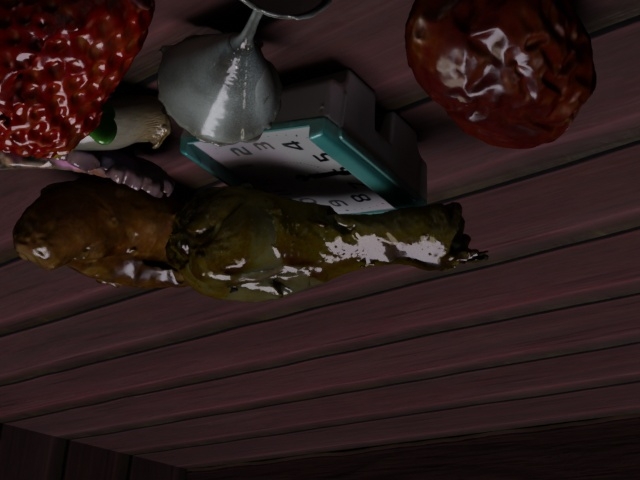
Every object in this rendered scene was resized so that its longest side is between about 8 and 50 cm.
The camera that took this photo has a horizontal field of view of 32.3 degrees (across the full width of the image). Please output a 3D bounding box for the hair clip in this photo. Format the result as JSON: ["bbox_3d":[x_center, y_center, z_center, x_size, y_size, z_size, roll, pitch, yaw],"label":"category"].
[{"bbox_3d":[-0.346,-0.109,1.530,0.300,0.069,0.173,7,-174,13],"label":"hair clip"}]

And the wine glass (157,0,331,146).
[{"bbox_3d":[-0.078,-0.218,1.162,0.156,0.156,0.232,11,152,-16],"label":"wine glass"}]

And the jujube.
[{"bbox_3d":[0.184,-0.191,1.127,0.174,0.174,0.250,-9,162,30],"label":"jujube"}]

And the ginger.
[{"bbox_3d":[-0.317,-0.013,1.646,0.321,0.172,0.165,6,126,-39],"label":"ginger"}]

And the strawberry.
[{"bbox_3d":[-0.287,-0.210,1.189,0.244,0.205,0.205,-27,147,18],"label":"strawberry"}]

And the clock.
[{"bbox_3d":[-0.012,-0.118,1.440,0.231,0.116,0.262,-5,155,34],"label":"clock"}]

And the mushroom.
[{"bbox_3d":[-0.330,-0.155,1.409,0.278,0.099,0.096,4,-164,-4],"label":"mushroom"}]

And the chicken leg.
[{"bbox_3d":[0.000,0.000,1.419,0.429,0.153,0.201,-2,171,12],"label":"chicken leg"}]

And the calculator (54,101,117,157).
[{"bbox_3d":[-0.357,-0.169,1.322,0.234,0.146,0.032,12,145,-18],"label":"calculator"}]
